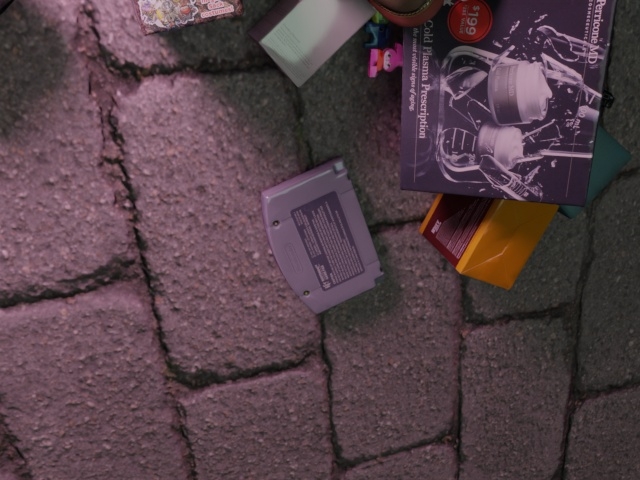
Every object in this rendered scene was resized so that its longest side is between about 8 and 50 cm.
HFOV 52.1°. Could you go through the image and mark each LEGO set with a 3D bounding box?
[{"bbox_3d":[0.129,-0.404,1.127,0.093,0.087,0.228,-2,114,-7],"label":"LEGO set"}]

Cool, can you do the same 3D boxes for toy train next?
[{"bbox_3d":[0.544,-0.311,1.343,0.158,0.027,0.036,15,106,-24],"label":"toy train"}]

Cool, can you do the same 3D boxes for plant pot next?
[{"bbox_3d":[0.445,-0.194,1.293,0.234,0.166,0.165,38,99,-21],"label":"plant pot"}]

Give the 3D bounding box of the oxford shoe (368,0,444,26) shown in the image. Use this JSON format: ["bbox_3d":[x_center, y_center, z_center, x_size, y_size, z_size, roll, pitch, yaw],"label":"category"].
[{"bbox_3d":[0.030,-0.443,0.941,0.123,0.348,0.130,-55,155,7],"label":"oxford shoe"}]

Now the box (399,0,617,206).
[{"bbox_3d":[0.305,-0.257,1.099,0.312,0.179,0.344,6,116,17],"label":"box"}]

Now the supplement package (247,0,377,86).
[{"bbox_3d":[-0.016,-0.363,1.090,0.179,0.105,0.105,-43,120,6],"label":"supplement package"}]

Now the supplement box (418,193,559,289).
[{"bbox_3d":[0.327,-0.043,1.304,0.129,0.194,0.192,18,108,-25],"label":"supplement box"}]

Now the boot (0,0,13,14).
[{"bbox_3d":[-0.553,-0.491,0.824,0.366,0.146,0.445,-33,117,11],"label":"boot"}]

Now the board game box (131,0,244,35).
[{"bbox_3d":[-0.223,-0.458,0.903,0.141,0.232,0.291,-16,119,-11],"label":"board game box"}]

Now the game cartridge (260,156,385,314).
[{"bbox_3d":[0.000,0.000,1.302,0.195,0.060,0.294,-26,120,-8],"label":"game cartridge"}]
